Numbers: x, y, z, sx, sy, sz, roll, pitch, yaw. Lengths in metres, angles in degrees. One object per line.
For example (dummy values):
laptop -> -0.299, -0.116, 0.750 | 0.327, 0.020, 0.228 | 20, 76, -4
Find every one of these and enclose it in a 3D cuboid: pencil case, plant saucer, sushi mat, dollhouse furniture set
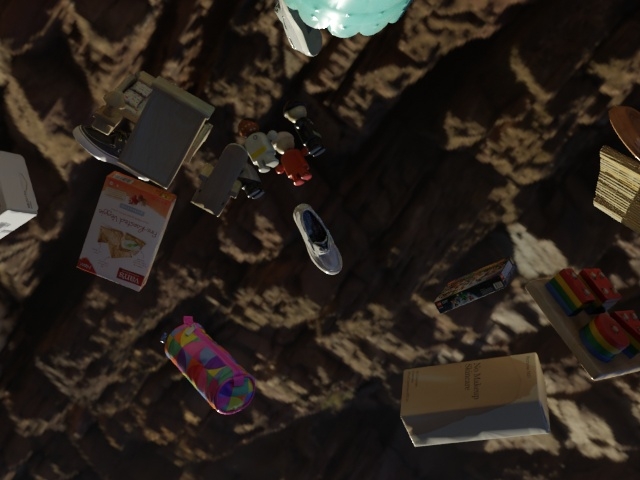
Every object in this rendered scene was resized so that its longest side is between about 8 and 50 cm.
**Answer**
pencil case -> -0.227, 0.250, 1.666 | 0.236, 0.104, 0.104 | 35, -89, 43
plant saucer -> 0.789, -0.257, 2.033 | 0.037, 0.200, 0.200 | -41, -163, 35
sushi mat -> 0.690, -0.103, 1.837 | 0.316, 0.019, 0.152 | -113, -159, -68
dollhouse furniture set -> -0.251, -0.254, 1.629 | 0.174, 0.303, 0.356 | -56, -170, 26

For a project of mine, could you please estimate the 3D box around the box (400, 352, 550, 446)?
box -> 0.348, 0.361, 1.869 | 0.311, 0.121, 0.148 | -12, -142, 18

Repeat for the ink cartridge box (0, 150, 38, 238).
ink cartridge box -> -0.958, -0.109, 2.364 | 0.272, 0.197, 0.114 | -28, 163, 23

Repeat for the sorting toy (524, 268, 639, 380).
sorting toy -> 0.623, 0.173, 1.859 | 0.257, 0.255, 0.089 | 2, 138, -48

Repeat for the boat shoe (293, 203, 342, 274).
boat shoe -> 0.000, 0.000, 1.888 | 0.066, 0.184, 0.063 | -25, -165, -8

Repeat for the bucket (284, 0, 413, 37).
bucket -> 0.063, -0.505, 1.392 | 0.281, 0.281, 0.183 | -58, -178, -15

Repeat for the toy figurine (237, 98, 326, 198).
toy figurine -> -0.112, -0.220, 1.980 | 0.209, 0.148, 0.213 | -20, 162, -24

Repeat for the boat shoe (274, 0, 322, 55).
boat shoe -> -0.066, -0.520, 1.903 | 0.079, 0.081, 0.228 | -55, 145, -24

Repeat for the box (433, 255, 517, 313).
box -> 0.473, 0.134, 2.523 | 0.233, 0.044, 0.159 | -27, -173, 31

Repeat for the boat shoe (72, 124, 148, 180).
boat shoe -> -0.438, -0.207, 1.828 | 0.076, 0.228, 0.080 | -43, -133, 14

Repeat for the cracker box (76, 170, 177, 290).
cracker box -> -0.440, -0.020, 1.881 | 0.067, 0.155, 0.232 | -81, -167, -74
